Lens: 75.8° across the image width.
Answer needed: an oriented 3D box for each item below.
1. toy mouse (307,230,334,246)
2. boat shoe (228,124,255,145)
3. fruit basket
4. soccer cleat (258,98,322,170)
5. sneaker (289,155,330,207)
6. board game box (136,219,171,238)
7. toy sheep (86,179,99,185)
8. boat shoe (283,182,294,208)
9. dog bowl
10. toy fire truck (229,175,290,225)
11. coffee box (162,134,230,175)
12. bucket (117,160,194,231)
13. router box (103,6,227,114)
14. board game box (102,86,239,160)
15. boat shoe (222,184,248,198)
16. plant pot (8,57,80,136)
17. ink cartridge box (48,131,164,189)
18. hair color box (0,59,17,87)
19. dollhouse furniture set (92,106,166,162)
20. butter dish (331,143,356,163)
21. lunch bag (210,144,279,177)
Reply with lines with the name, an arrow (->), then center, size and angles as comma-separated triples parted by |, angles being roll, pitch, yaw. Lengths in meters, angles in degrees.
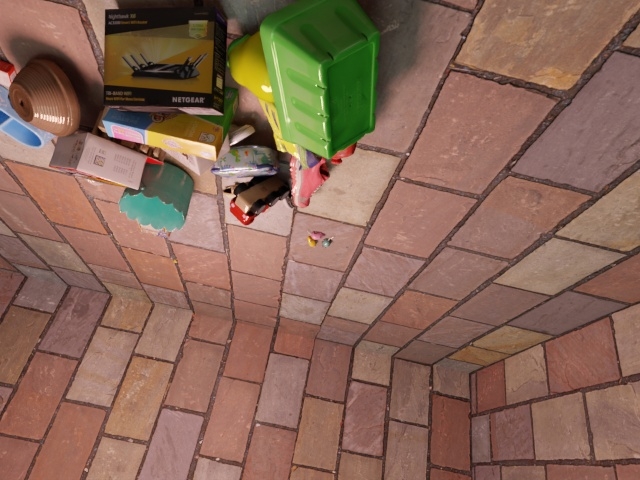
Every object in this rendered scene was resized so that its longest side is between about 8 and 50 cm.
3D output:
toy mouse -> 0.000, 0.000, 1.912 | 0.142, 0.031, 0.161 | -4, 147, 25
boat shoe -> -0.318, -0.352, 1.369 | 0.226, 0.083, 0.076 | -13, 114, 34
fruit basket -> -0.048, -0.432, 1.041 | 0.392, 0.282, 0.392 | 50, 164, 20
soccer cleat -> -0.109, -0.333, 1.261 | 0.121, 0.094, 0.289 | -28, 119, 25
sneaker -> -0.035, -0.213, 1.478 | 0.136, 0.116, 0.314 | 7, 150, 4
board game box -> -0.828, -0.088, 2.033 | 0.146, 0.045, 0.194 | 14, 150, -5
toy sheep -> -0.934, -0.271, 1.720 | 0.131, 0.091, 0.091 | 5, 150, 22
boat shoe -> -0.127, -0.175, 1.641 | 0.040, 0.049, 0.142 | 0, 146, 19
dog bowl -> -1.124, -0.450, 1.489 | 0.165, 0.074, 0.297 | -10, 144, 32
toy fire truck -> -0.267, -0.134, 1.558 | 0.158, 0.217, 0.246 | 43, 133, 7
coffee box -> -0.425, -0.336, 1.285 | 0.246, 0.141, 0.098 | 35, 153, 14
bucket -> -0.656, -0.180, 1.666 | 0.280, 0.183, 0.281 | 6, 153, 3
router box -> -0.400, -0.457, 1.059 | 0.308, 0.243, 0.081 | 4, -175, 11
board game box -> -0.426, -0.376, 1.206 | 0.315, 0.243, 0.064 | 12, 149, -2
boat shoe -> -0.343, -0.203, 1.666 | 0.135, 0.050, 0.045 | -13, 148, 36
plant pot -> -0.875, -0.435, 1.280 | 0.237, 0.109, 0.238 | 15, 123, 25
ink cartridge box -> -0.761, -0.270, 1.467 | 0.309, 0.130, 0.271 | 12, 176, 43
hair color box -> -1.063, -0.554, 1.319 | 0.141, 0.043, 0.072 | 19, 149, -16
dollhouse furniture set -> -0.635, -0.399, 1.391 | 0.211, 0.161, 0.242 | 17, 172, -9
butter dish -> 0.051, -0.291, 1.248 | 0.159, 0.160, 0.119 | 7, 118, 9
lunch bag -> -0.254, -0.266, 1.411 | 0.218, 0.090, 0.176 | -3, -177, 7
